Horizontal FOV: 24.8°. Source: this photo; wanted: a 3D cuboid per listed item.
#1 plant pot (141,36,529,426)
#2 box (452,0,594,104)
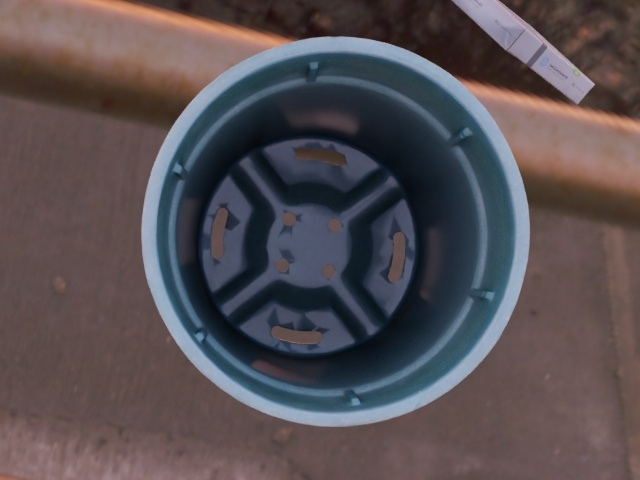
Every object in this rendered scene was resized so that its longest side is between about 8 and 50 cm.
[{"bbox_3d":[0.000,0.000,1.430,0.341,0.334,0.341,0,87,-5],"label":"plant pot"},{"bbox_3d":[0.244,-0.251,1.797,0.186,0.038,0.145,27,19,-50],"label":"box"}]
